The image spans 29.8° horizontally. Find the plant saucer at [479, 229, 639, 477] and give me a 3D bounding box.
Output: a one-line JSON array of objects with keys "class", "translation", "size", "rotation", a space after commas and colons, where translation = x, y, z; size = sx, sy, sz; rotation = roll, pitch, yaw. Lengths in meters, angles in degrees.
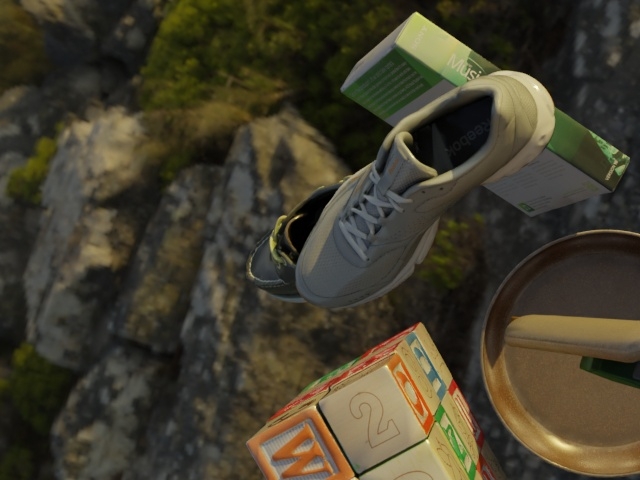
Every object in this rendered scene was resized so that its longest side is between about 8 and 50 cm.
[{"class": "plant saucer", "translation": [0.356, 0.140, 1.517], "size": [0.311, 0.310, 0.050], "rotation": [-64, -4, 6]}]

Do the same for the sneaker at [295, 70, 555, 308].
[{"class": "sneaker", "translation": [0.062, -0.043, 0.959], "size": [0.262, 0.121, 0.099], "rotation": [-45, 71, 19]}]

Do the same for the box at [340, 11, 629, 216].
[{"class": "box", "translation": [0.199, -0.149, 1.520], "size": [0.058, 0.322, 0.232], "rotation": [-61, 11, -13]}]

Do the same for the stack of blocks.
[{"class": "stack of blocks", "translation": [0.085, 0.205, 0.690], "size": [0.087, 0.297, 0.171], "rotation": [-30, -2, 11]}]

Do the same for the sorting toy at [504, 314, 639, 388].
[{"class": "sorting toy", "translation": [0.234, 0.087, 0.745], "size": [0.307, 0.229, 0.041], "rotation": [167, 117, -80]}]

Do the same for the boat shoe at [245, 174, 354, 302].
[{"class": "boat shoe", "translation": [0.000, -0.004, 1.323], "size": [0.305, 0.091, 0.109], "rotation": [-21, 61, 51]}]
